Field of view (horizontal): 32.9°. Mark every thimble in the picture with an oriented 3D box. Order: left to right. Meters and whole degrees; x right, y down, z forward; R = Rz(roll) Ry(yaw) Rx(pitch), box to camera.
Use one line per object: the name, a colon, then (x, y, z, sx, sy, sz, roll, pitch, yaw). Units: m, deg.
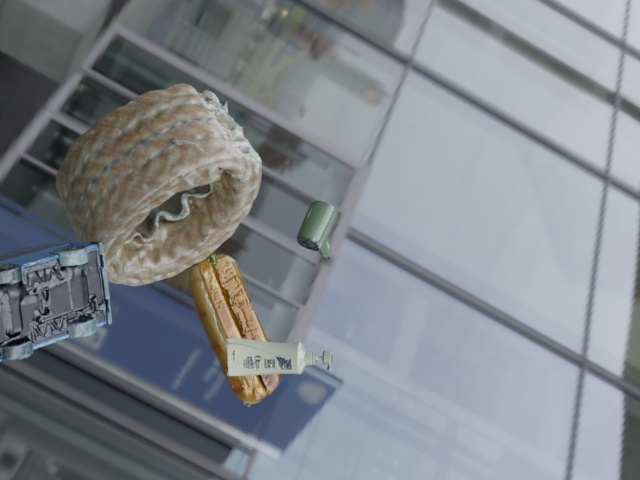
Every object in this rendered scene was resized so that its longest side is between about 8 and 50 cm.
thimble: (-0.195, -0.065, 1.287, 0.196, 0.148, 0.229, 0, 138, -49)

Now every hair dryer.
hair dryer: (0.000, 0.000, 1.755, 0.150, 0.047, 0.071, 75, 37, -63)

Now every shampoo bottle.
shampoo bottle: (-0.053, 0.150, 1.398, 0.034, 0.141, 0.049, 52, 38, -73)

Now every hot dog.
hot dog: (-0.141, 0.131, 1.668, 0.076, 0.250, 0.104, -26, 180, 35)

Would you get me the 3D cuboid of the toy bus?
toy bus: (-0.291, 0.058, 1.014, 0.184, 0.106, 0.090, -18, 108, -57)
